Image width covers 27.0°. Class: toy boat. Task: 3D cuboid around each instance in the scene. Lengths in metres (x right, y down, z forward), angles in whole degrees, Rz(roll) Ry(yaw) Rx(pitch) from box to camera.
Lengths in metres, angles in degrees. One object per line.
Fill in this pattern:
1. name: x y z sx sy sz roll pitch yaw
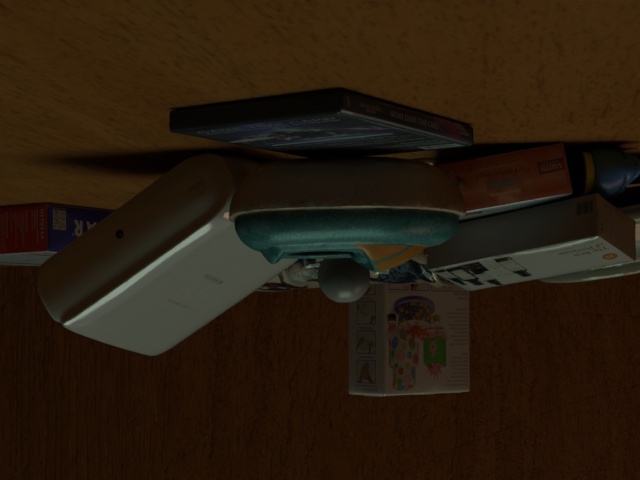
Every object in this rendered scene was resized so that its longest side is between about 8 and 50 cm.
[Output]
1. toy boat: 0.031 -0.009 1.563 0.268 0.148 0.318 -2 174 0

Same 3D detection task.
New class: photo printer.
1. photo printer: -0.167 0.015 1.688 0.307 0.107 0.256 -34 155 12

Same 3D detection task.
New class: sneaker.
1. sneaker: 0.343 -0.075 1.654 0.082 0.069 0.209 -4 176 -3

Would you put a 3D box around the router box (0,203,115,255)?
1. router box: -0.490 -0.005 2.378 0.301 0.082 0.335 -3 175 29

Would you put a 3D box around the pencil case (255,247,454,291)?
1. pencil case: 0.000 0.000 2.012 0.410 0.159 0.183 -3 166 18

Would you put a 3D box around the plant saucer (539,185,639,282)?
1. plant saucer: 0.397 -0.009 1.848 0.401 0.100 0.400 -10 -176 1

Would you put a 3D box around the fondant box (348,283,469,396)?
1. fondant box: 0.161 0.110 2.393 0.096 0.330 0.238 -5 174 44

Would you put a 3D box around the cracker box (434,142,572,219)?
1. cracker box: 0.220 -0.064 1.667 0.156 0.067 0.232 -10 176 3

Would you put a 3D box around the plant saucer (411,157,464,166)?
1. plant saucer: 0.146 -0.093 1.719 0.083 0.015 0.083 0 176 0

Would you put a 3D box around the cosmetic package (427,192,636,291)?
1. cosmetic package: 0.257 0.007 1.640 0.239 0.060 0.099 -13 155 37

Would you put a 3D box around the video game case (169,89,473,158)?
1. video game case: 0.008 -0.113 1.351 0.196 0.026 0.274 -3 175 32
